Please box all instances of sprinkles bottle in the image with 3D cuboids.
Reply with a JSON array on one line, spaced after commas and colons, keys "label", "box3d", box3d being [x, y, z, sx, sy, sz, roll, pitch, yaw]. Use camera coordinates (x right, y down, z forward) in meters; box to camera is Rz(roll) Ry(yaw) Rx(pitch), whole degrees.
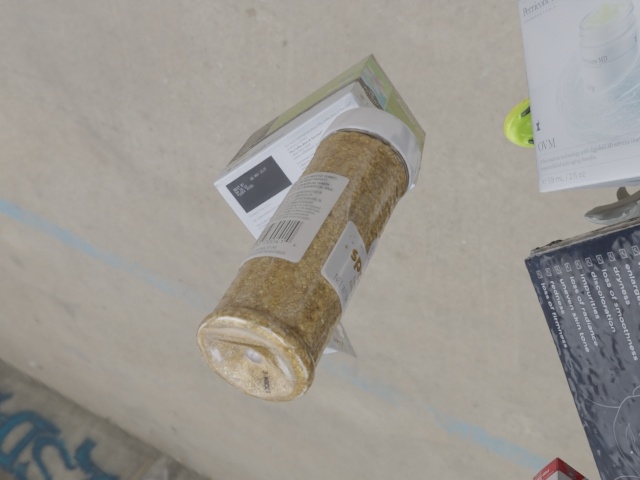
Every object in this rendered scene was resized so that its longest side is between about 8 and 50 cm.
[{"label": "sprinkles bottle", "box3d": [0.000, 0.000, 0.859, 0.121, 0.355, 0.121, 16, 137, 16]}]

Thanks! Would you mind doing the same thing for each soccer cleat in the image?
[{"label": "soccer cleat", "box3d": [0.407, -0.237, 1.314, 0.093, 0.289, 0.121, 62, 167, -21]}]

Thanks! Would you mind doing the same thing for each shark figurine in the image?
[{"label": "shark figurine", "box3d": [0.758, -0.130, 1.871, 0.166, 0.278, 0.116, 32, 162, 20]}]

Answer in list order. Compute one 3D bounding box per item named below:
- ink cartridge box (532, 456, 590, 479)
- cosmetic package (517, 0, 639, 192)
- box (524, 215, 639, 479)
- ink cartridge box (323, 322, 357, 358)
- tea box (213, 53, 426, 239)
[{"label": "ink cartridge box", "box3d": [0.339, 0.374, 1.079, 0.099, 0.135, 0.056, 37, 117, -3]}, {"label": "cosmetic package", "box3d": [0.330, -0.174, 0.827, 0.224, 0.138, 0.224, 171, 94, -69]}, {"label": "box", "box3d": [0.597, 0.171, 1.164, 0.472, 0.297, 0.479, 145, 108, -75]}, {"label": "ink cartridge box", "box3d": [-0.023, 0.155, 1.499, 0.045, 0.145, 0.179, -41, 140, 19]}, {"label": "tea box", "box3d": [0.012, -0.167, 1.609, 0.329, 0.323, 0.220, -30, 107, 23]}]
